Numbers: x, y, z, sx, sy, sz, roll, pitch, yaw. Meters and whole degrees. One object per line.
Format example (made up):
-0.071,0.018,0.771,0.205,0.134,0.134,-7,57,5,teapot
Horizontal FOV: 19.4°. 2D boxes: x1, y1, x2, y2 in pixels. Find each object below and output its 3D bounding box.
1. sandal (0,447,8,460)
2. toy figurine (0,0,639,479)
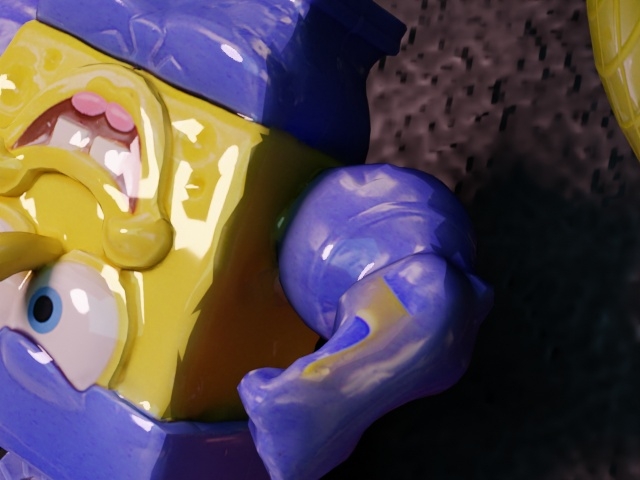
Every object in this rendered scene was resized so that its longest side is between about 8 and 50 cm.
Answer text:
-0.104,0.117,0.504,0.254,0.054,0.097,-40,59,7,sandal
0.000,0.000,0.448,0.363,0.191,0.217,27,97,32,toy figurine
